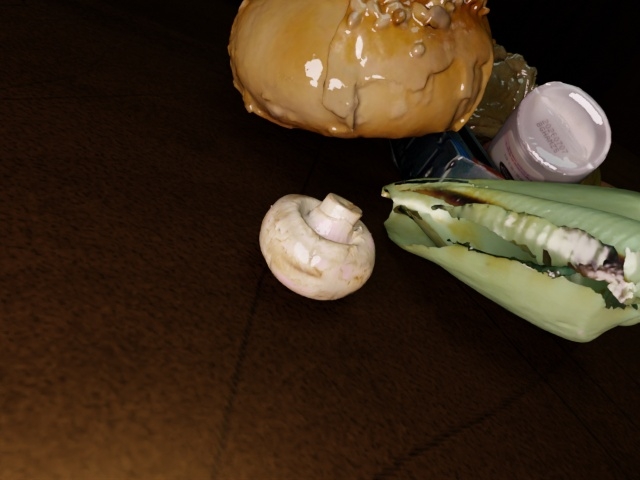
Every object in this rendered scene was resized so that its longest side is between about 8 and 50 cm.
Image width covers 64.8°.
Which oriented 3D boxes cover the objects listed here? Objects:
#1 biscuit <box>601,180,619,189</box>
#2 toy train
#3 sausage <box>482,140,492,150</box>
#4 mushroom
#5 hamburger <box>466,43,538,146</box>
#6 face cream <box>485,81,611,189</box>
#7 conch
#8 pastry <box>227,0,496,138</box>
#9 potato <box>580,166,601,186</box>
[{"bbox_3d":[0.709,-0.035,1.074,0.205,0.049,0.324,4,36,-37],"label":"biscuit"},{"bbox_3d":[0.148,-0.145,0.690,0.089,0.086,0.409,24,29,-13],"label":"toy train"},{"bbox_3d":[0.268,-0.112,0.772,0.062,0.062,0.154,31,29,2],"label":"sausage"},{"bbox_3d":[0.000,0.000,0.345,0.084,0.067,0.083,26,22,-12],"label":"mushroom"},{"bbox_3d":[0.271,-0.254,0.904,0.206,0.183,0.130,16,-2,-19],"label":"hamburger"},{"bbox_3d":[0.233,-0.083,0.563,0.107,0.073,0.269,66,7,9],"label":"face cream"},{"bbox_3d":[0.176,0.004,0.432,0.251,0.137,0.143,18,52,-1],"label":"conch"},{"bbox_3d":[0.042,-0.229,0.550,0.285,0.184,0.315,-2,28,-6],"label":"pastry"},{"bbox_3d":[0.423,-0.134,0.901,0.272,0.111,0.160,-4,45,-45],"label":"potato"}]
